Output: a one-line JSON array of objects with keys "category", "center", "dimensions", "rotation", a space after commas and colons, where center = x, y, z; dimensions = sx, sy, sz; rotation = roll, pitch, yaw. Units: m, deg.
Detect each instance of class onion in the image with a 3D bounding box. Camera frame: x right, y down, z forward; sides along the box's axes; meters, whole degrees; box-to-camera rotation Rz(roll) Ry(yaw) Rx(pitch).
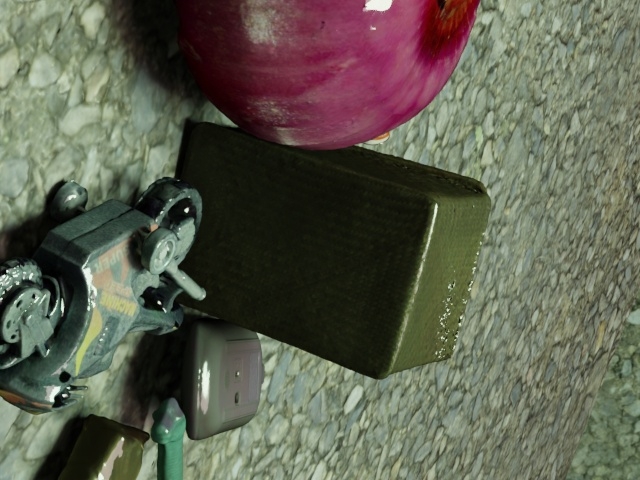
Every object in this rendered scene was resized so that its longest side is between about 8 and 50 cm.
[{"category": "onion", "center": [0.032, -0.238, 1.297], "dimensions": [0.358, 0.345, 0.358], "rotation": [-38, 158, -18]}]

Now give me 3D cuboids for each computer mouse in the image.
[{"category": "computer mouse", "center": [-0.105, 0.138, 1.493], "dimensions": [0.232, 0.057, 0.120], "rotation": [9, 83, -80]}]

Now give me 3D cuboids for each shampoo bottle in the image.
[{"category": "shampoo bottle", "center": [-0.249, 0.327, 1.335], "dimensions": [0.125, 0.084, 0.350], "rotation": [42, 67, -57]}]

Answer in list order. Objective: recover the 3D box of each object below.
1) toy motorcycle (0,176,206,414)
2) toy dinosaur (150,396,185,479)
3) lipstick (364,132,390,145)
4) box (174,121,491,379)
[{"category": "toy motorcycle", "center": [-0.199, 0.052, 1.251], "dimensions": [0.307, 0.108, 0.173], "rotation": [-30, 140, -55]}, {"category": "toy dinosaur", "center": [-0.128, 0.287, 1.512], "dimensions": [0.383, 0.129, 0.331], "rotation": [-46, 141, -81]}, {"category": "lipstick", "center": [0.056, -0.171, 1.669], "dimensions": [0.038, 0.038, 0.131], "rotation": [-49, 144, -39]}, {"category": "box", "center": [0.001, 0.000, 1.407], "dimensions": [0.143, 0.273, 0.184], "rotation": [-4, 111, -61]}]
